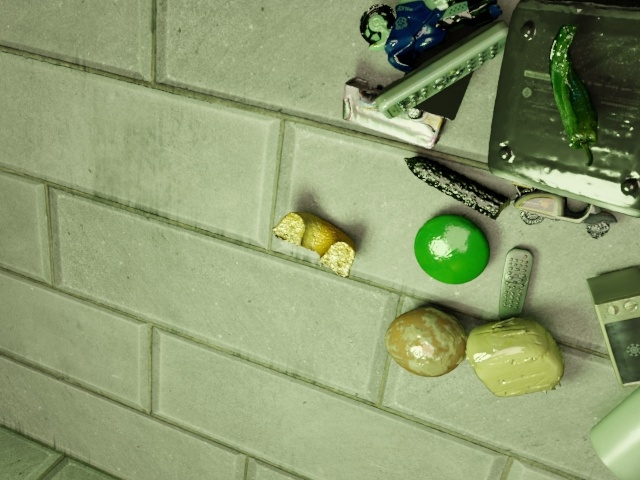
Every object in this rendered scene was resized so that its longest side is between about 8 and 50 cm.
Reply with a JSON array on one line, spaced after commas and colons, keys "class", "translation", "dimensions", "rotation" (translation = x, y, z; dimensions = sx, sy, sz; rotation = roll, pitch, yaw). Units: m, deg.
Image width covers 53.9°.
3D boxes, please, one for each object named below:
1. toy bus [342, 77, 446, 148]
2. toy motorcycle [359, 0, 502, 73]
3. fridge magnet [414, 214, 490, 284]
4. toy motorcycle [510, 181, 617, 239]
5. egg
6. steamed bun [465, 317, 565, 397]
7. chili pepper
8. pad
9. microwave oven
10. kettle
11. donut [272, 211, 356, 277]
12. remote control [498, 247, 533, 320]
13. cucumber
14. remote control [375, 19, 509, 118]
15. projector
[{"class": "toy bus", "translation": [0.188, -0.335, 1.641], "dimensions": [0.274, 0.090, 0.112], "rotation": [22, 124, 14]}, {"class": "toy motorcycle", "translation": [0.258, -0.514, 1.482], "dimensions": [0.332, 0.125, 0.196], "rotation": [-18, 87, 22]}, {"class": "fridge magnet", "translation": [0.360, 0.024, 1.726], "dimensions": [0.208, 0.088, 0.207], "rotation": [10, 116, 20]}, {"class": "toy motorcycle", "translation": [0.606, -0.101, 1.565], "dimensions": [0.263, 0.091, 0.157], "rotation": [15, 113, 19]}, {"class": "egg", "translation": [0.301, 0.290, 1.807], "dimensions": [0.245, 0.203, 0.203], "rotation": [3, 114, 30]}, {"class": "steamed bun", "translation": [0.537, 0.310, 1.731], "dimensions": [0.232, 0.166, 0.273], "rotation": [-25, 130, 24]}, {"class": "chili pepper", "translation": [0.489, -0.264, 1.201], "dimensions": [0.065, 0.122, 0.278], "rotation": [-13, 79, 15]}, {"class": "pad", "translation": [0.300, -0.439, 1.537], "dimensions": [0.160, 0.009, 0.264], "rotation": [22, 96, 14]}, {"class": "microwave oven", "translation": [0.776, 0.212, 1.575], "dimensions": [0.145, 0.194, 0.240], "rotation": [-17, 105, 24]}, {"class": "kettle", "translation": [0.911, 0.489, 1.634], "dimensions": [0.265, 0.205, 0.317], "rotation": [34, 119, 9]}, {"class": "donut", "translation": [-0.004, -0.003, 1.845], "dimensions": [0.259, 0.152, 0.101], "rotation": [29, 106, 3]}, {"class": "remote control", "translation": [0.531, 0.123, 1.724], "dimensions": [0.072, 0.042, 0.221], "rotation": [11, 115, 17]}, {"class": "cucumber", "translation": [0.354, -0.149, 1.663], "dimensions": [0.300, 0.072, 0.072], "rotation": [30, 121, 11]}, {"class": "remote control", "translation": [0.283, -0.399, 1.471], "dimensions": [0.336, 0.128, 0.065], "rotation": [-30, 84, 12]}, {"class": "projector", "translation": [0.592, -0.300, 1.332], "dimensions": [0.395, 0.242, 0.404], "rotation": [25, 123, 38]}]
